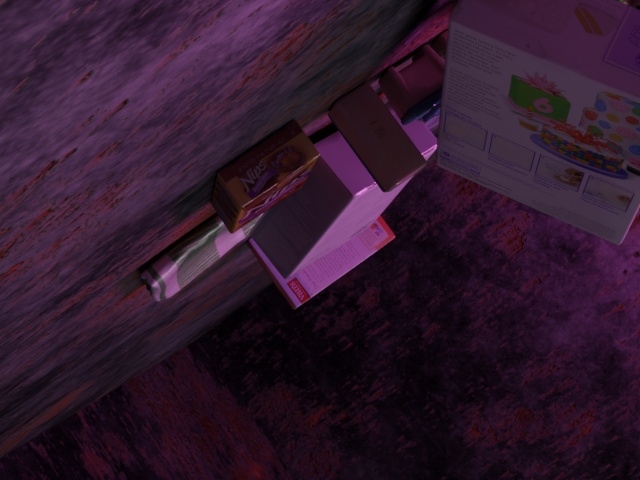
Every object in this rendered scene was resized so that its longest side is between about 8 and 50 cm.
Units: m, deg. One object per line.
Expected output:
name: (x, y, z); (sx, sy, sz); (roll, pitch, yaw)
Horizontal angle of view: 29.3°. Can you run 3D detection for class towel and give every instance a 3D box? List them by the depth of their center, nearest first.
towel: (-0.114, -0.025, 1.754); (0.324, 0.038, 0.248); (-35, 176, -9)

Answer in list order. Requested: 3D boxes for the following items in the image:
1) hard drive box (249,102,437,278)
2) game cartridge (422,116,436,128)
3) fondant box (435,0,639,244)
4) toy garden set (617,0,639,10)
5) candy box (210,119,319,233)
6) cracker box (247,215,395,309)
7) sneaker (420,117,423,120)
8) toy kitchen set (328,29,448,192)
hard drive box: (0.030, -0.069, 1.670); (0.181, 0.089, 0.232); (-32, 169, -38)
game cartridge: (0.242, -0.259, 1.975); (0.297, 0.062, 0.198); (-32, 171, -49)
fondant box: (0.251, -0.137, 1.294); (0.096, 0.238, 0.330); (-61, 168, -17)
toy garden set: (0.326, -0.275, 1.319); (0.203, 0.049, 0.244); (-20, 135, -11)
candy box: (-0.068, -0.070, 1.426); (0.109, 0.053, 0.187); (-35, 176, -11)
cracker box: (0.000, 0.000, 2.289); (0.232, 0.156, 0.067); (-35, 178, -10)
sneaker: (0.146, -0.199, 1.765); (0.076, 0.065, 0.166); (-27, 172, 0)
toy kitchen set: (0.110, -0.147, 1.534); (0.207, 0.122, 0.166); (-34, 177, -21)
